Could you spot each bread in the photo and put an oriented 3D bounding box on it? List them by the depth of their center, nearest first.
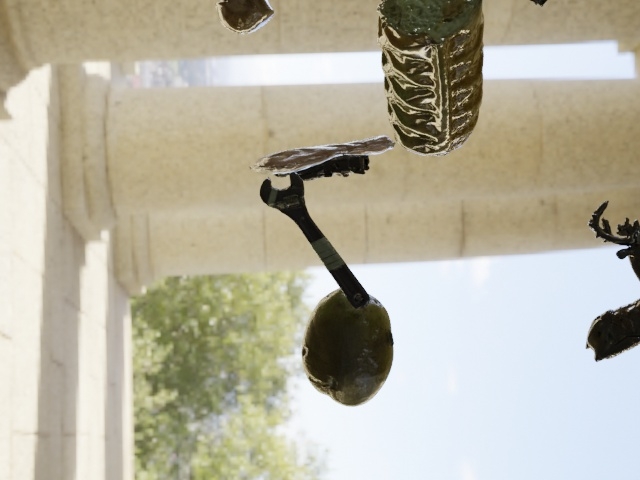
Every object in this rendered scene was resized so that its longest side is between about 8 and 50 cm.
[{"bbox_3d":[0.113,-0.168,1.024,0.087,0.098,0.269,48,-9,21],"label":"bread"}]

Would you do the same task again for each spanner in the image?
[{"bbox_3d":[0.000,0.000,1.942,0.316,0.087,0.024,53,16,-8],"label":"spanner"}]

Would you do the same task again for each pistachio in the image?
[{"bbox_3d":[-0.167,-0.518,2.222,0.206,0.131,0.130,-112,-135,-75],"label":"pistachio"}]

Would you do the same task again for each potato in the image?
[{"bbox_3d":[0.059,0.220,2.062,0.228,0.197,0.148,-63,-167,12],"label":"potato"}]

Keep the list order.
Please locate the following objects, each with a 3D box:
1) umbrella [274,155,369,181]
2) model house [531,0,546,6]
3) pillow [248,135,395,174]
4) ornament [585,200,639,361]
[{"bbox_3d":[-0.001,-0.173,2.382,0.066,0.235,0.059,-44,127,-62],"label":"umbrella"},{"bbox_3d":[0.381,-0.454,1.734,0.083,0.057,0.058,-53,-130,29],"label":"model house"},{"bbox_3d":[0.002,-0.125,1.481,0.135,0.211,0.034,-171,-110,-79],"label":"pillow"},{"bbox_3d":[0.494,0.061,1.691,0.080,0.202,0.236,4,58,-54],"label":"ornament"}]
